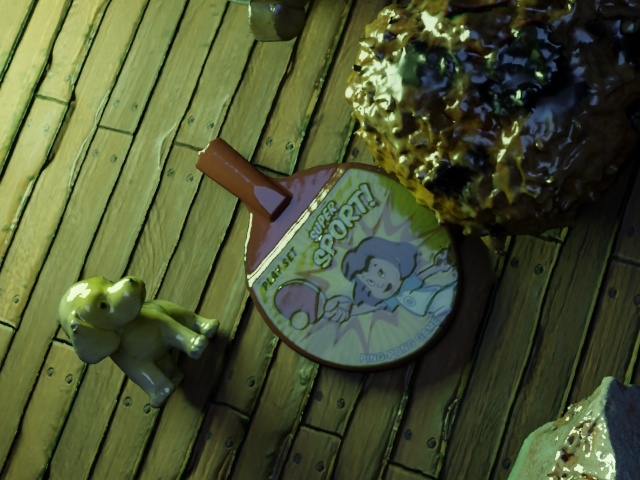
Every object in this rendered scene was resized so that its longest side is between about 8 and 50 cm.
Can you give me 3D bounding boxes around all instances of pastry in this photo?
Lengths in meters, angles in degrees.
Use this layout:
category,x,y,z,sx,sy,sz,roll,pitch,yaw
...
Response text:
category,x,y,z,sx,sy,sz,roll,pitch,yaw
pastry,0.234,-0.174,1.151,0.405,0.292,0.337,-23,72,11

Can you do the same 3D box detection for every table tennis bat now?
category,x,y,z,sx,sy,sz,roll,pitch,yaw
table tennis bat,0.000,0.000,1.291,0.415,0.051,0.268,39,87,17

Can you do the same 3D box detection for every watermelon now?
category,x,y,z,sx,sy,sz,roll,pitch,yaw
watermelon,0.312,0.288,1.055,0.310,0.231,0.193,-10,38,28

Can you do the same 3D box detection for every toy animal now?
category,x,y,z,sx,sy,sz,roll,pitch,yaw
toy animal,-0.221,0.113,1.222,0.169,0.233,0.121,36,91,11

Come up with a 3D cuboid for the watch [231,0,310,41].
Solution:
category,x,y,z,sx,sy,sz,roll,pitch,yaw
watch,-0.143,-0.470,1.295,0.327,0.335,0.314,20,80,27
